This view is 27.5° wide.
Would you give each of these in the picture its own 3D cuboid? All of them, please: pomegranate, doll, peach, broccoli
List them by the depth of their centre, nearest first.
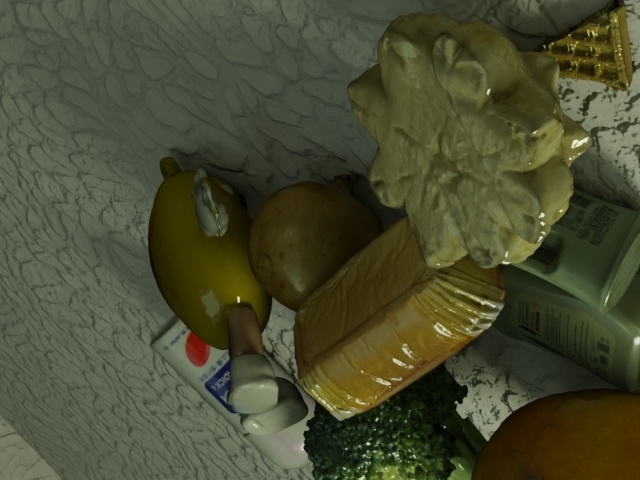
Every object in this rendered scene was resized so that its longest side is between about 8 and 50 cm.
[{"bbox_3d":[0.366,0.332,1.574,0.372,0.290,0.373,10,163,3],"label":"peach"},{"bbox_3d":[0.000,0.000,1.705,0.196,0.196,0.196,29,148,20],"label":"pomegranate"},{"bbox_3d":[0.105,0.276,1.792,0.302,0.249,0.375,60,176,0],"label":"broccoli"},{"bbox_3d":[-0.135,0.068,1.803,0.348,0.161,0.423,162,91,-79],"label":"doll"}]

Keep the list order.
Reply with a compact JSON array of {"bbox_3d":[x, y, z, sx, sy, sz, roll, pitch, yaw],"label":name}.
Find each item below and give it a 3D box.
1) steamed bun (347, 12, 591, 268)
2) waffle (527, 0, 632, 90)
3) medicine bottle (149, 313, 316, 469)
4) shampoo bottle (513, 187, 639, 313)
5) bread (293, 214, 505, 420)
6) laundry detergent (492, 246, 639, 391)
[{"bbox_3d":[0.158,-0.110,1.359,0.292,0.137,0.296,29,138,41],"label":"steamed bun"},{"bbox_3d":[0.242,-0.202,1.312,0.152,0.023,0.097,15,138,40],"label":"waffle"},{"bbox_3d":[-0.124,0.247,2.204,0.341,0.130,0.130,46,150,-7],"label":"medicine bottle"},{"bbox_3d":[0.241,-0.018,1.462,0.234,0.118,0.087,26,172,25],"label":"shampoo bottle"},{"bbox_3d":[0.084,0.091,1.562,0.119,0.153,0.288,26,130,-30],"label":"bread"},{"bbox_3d":[0.280,0.076,1.564,0.253,0.091,0.181,24,149,26],"label":"laundry detergent"}]
